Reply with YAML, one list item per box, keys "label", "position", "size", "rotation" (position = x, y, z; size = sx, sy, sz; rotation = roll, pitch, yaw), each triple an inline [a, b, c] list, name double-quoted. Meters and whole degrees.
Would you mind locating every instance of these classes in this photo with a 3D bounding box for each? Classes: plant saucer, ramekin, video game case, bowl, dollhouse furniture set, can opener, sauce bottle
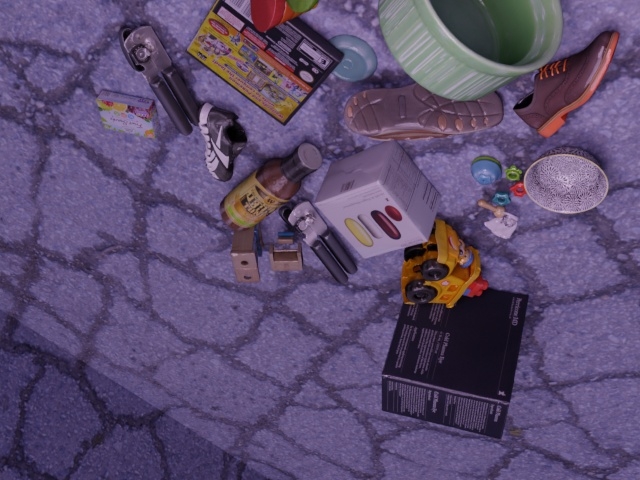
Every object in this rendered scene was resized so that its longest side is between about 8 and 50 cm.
- label: "plant saucer"
  position: [0.058, -0.372, 1.733]
  size: [0.119, 0.021, 0.119]
  rotation: [13, 142, 10]
- label: "ramekin"
  position: [0.246, -0.386, 1.411]
  size: [0.303, 0.303, 0.148]
  rotation: [33, 149, -15]
- label: "video game case"
  position: [-0.123, -0.397, 1.762]
  size: [0.275, 0.035, 0.248]
  rotation: [36, 140, -11]
- label: "bowl"
  position: [0.517, -0.143, 1.745]
  size: [0.170, 0.080, 0.170]
  rotation: [13, 143, 10]
- label: "dollhouse furniture set"
  position: [-0.137, 0.026, 2.239]
  size: [0.184, 0.129, 0.129]
  rotation: [0, 140, 4]
- label: "can opener"
  position: [-0.368, -0.372, 1.917]
  size: [0.095, 0.076, 0.283]
  rotation: [32, 158, 45]
- label: "sauce bottle"
  position: [-0.123, -0.133, 2.039]
  size: [0.111, 0.111, 0.344]
  rotation: [35, 141, -17]
- label: "can opener"
  position: [0.000, 0.000, 2.191]
  size: [0.280, 0.074, 0.093]
  rotation: [51, 168, -31]

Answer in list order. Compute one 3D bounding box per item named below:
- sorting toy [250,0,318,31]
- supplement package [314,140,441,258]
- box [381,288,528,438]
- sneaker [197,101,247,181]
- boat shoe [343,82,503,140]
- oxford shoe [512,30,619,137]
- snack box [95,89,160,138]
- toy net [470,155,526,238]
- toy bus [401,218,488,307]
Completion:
- label: "sorting toy"
  position: [0.000, -0.470, 1.513]
  size: [0.126, 0.127, 0.365]
  rotation: [-6, -179, -30]
- label: "supplement package"
  position: [0.135, -0.092, 1.933]
  size: [0.194, 0.149, 0.203]
  rotation: [-18, 127, 40]
- label: "box"
  position: [0.346, 0.290, 2.138]
  size: [0.313, 0.343, 0.179]
  rotation: [11, 140, 15]
- label: "sneaker"
  position: [-0.224, -0.224, 2.002]
  size: [0.106, 0.078, 0.234]
  rotation: [12, 140, 16]
- label: "boat shoe"
  position: [0.215, -0.266, 1.732]
  size: [0.324, 0.123, 0.116]
  rotation: [2, 173, 11]
- label: "oxford shoe"
  position: [0.459, -0.301, 1.572]
  size: [0.098, 0.097, 0.271]
  rotation: [30, 142, -2]
- label: "snack box"
  position: [-0.472, -0.310, 2.049]
  size: [0.141, 0.037, 0.100]
  rotation: [13, 143, 11]
- label: "toy net"
  position: [0.417, -0.095, 1.885]
  size: [0.122, 0.045, 0.232]
  rotation: [-2, 138, 25]
- label: "toy bus"
  position: [0.324, 0.069, 2.060]
  size: [0.211, 0.149, 0.220]
  rotation: [13, 141, -11]
